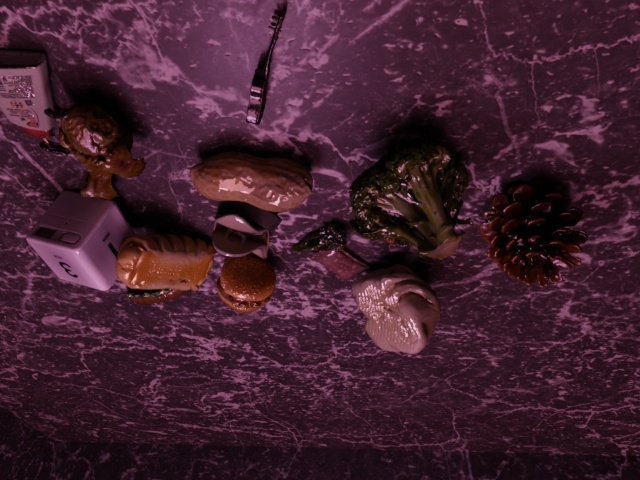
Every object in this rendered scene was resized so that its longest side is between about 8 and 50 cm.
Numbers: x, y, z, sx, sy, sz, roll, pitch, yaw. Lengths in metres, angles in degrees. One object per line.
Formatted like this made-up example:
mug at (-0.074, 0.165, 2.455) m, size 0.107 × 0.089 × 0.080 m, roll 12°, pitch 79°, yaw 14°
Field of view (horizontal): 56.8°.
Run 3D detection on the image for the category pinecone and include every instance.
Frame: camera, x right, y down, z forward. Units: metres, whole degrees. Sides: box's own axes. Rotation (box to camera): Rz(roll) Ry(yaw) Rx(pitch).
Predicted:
pinecone at (0.540, -0.003, 1.478) m, size 0.264 × 0.264 × 0.264 m, roll 4°, pitch 142°, yaw 3°

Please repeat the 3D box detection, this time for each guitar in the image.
guitar at (-0.119, -0.367, 1.260) m, size 0.038 × 0.084 × 0.271 m, roll 14°, pitch 136°, yaw -6°

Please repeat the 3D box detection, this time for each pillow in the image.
pillow at (0.057, 0.069, 1.808) m, size 0.118 × 0.043 × 0.185 m, roll -30°, pitch 130°, yaw 33°

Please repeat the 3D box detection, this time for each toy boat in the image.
toy boat at (-0.511, 0.149, 1.961) m, size 0.293 × 0.108 × 0.099 m, roll -19°, pitch 104°, yaw 21°

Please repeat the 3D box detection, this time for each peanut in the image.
peanut at (-0.174, -0.148, 1.496) m, size 0.313 × 0.149 × 0.149 m, roll 8°, pitch 142°, yaw -1°

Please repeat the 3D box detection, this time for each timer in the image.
timer at (-0.667, 0.000, 1.682) m, size 0.192 × 0.194 × 0.195 m, roll 12°, pitch 146°, yaw 20°

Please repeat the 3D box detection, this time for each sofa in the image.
sofa at (-0.181, -0.090, 1.635) m, size 0.147 × 0.085 × 0.060 m, roll 33°, pitch 93°, yaw -28°

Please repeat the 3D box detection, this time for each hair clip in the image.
hair clip at (-0.235, -0.015, 1.677) m, size 0.173 × 0.113 × 0.282 m, roll 16°, pitch -179°, yaw 1°

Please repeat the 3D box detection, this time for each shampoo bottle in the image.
shampoo bottle at (-0.685, -0.318, 1.409) m, size 0.153 × 0.071 × 0.284 m, roll 3°, pitch 144°, yaw 1°

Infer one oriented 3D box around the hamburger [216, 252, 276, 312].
hamburger at (-0.228, 0.129, 1.810) m, size 0.182 × 0.191 × 0.118 m, roll 14°, pitch 140°, yaw 3°

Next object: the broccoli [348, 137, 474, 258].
broccoli at (0.232, -0.088, 1.396) m, size 0.321 × 0.283 × 0.304 m, roll -1°, pitch 136°, yaw -37°

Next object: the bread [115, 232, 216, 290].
bread at (-0.458, 0.057, 1.739) m, size 0.311 × 0.121 × 0.172 m, roll 10°, pitch 115°, yaw -51°

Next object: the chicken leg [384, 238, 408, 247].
chicken leg at (0.215, 0.004, 1.718) m, size 0.083 × 0.021 × 0.036 m, roll 31°, pitch 127°, yaw -29°

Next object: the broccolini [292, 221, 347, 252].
broccolini at (-0.009, 0.014, 1.722) m, size 0.203 × 0.068 × 0.091 m, roll -26°, pitch 115°, yaw 35°

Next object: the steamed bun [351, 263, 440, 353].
steamed bun at (0.257, 0.193, 1.800) m, size 0.280 × 0.207 × 0.268 m, roll -23°, pitch 97°, yaw 58°

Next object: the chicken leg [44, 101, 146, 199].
chicken leg at (-0.534, -0.208, 1.481) m, size 0.211 × 0.140 × 0.361 m, roll 25°, pitch 154°, yaw 10°
